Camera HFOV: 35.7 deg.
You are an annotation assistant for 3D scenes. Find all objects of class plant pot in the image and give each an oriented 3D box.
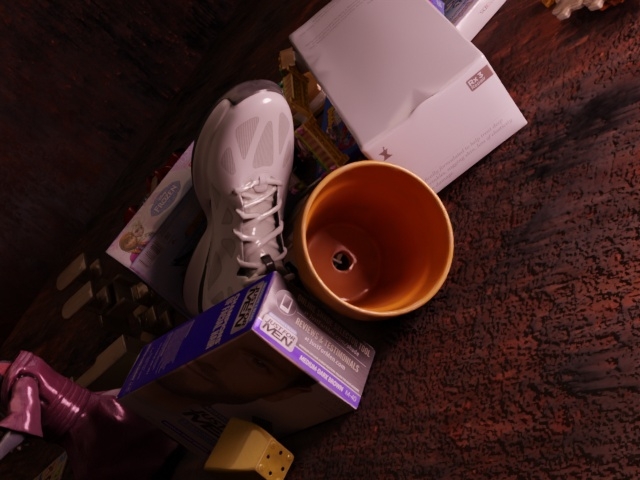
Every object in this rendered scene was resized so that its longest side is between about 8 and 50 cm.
[{"bbox_3d":[-0.084,0.287,1.296,0.083,0.081,0.081,-6,46,49],"label":"plant pot"},{"bbox_3d":[0.051,0.016,1.350,0.205,0.205,0.188,-57,6,-19],"label":"plant pot"}]

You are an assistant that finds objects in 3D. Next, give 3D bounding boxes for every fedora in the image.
[{"bbox_3d":[-0.021,-0.356,2.298,0.194,0.079,0.194,-42,22,21],"label":"fedora"}]

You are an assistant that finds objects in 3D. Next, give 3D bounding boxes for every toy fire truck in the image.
[{"bbox_3d":[-0.351,-0.070,2.162,0.217,0.158,0.246,-56,-19,26],"label":"toy fire truck"}]

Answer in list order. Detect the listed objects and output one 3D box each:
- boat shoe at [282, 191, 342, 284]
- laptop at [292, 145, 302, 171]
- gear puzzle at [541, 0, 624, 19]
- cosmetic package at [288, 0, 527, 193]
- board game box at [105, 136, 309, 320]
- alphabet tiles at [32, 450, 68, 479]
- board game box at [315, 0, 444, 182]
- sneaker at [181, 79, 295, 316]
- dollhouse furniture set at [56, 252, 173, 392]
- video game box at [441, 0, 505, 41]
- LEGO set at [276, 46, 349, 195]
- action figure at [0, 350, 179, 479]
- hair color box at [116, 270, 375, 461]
[{"bbox_3d":[0.000,0.000,1.603,0.341,0.122,0.110,-32,64,51],"label":"boat shoe"},{"bbox_3d":[-0.248,-0.103,2.120,0.236,0.408,0.382,33,83,36],"label":"laptop"},{"bbox_3d":[0.432,-0.391,1.472,0.175,0.044,0.339,-56,18,-10],"label":"gear puzzle"},{"bbox_3d":[0.120,-0.250,1.523,0.217,0.156,0.385,-37,41,10],"label":"cosmetic package"},{"bbox_3d":[-0.170,-0.022,1.705,0.066,0.318,0.318,30,77,34],"label":"board game box"},{"bbox_3d":[-0.598,0.548,2.011,0.237,0.009,0.198,-41,22,21],"label":"alphabet tiles"},{"bbox_3d":[0.109,-0.272,1.779,0.233,0.078,0.347,-32,38,39],"label":"board game box"},{"bbox_3d":[-0.074,0.002,1.479,0.257,0.169,0.447,46,136,41],"label":"sneaker"},{"bbox_3d":[-0.431,0.186,2.021,0.161,0.212,0.242,-40,49,21],"label":"dollhouse furniture set"},{"bbox_3d":[0.277,-0.442,1.872,0.205,0.048,0.187,-49,22,3],"label":"video game box"},{"bbox_3d":[-0.038,-0.180,1.644,0.107,0.287,0.132,-38,-15,31],"label":"LEGO set"},{"bbox_3d":[-0.394,0.267,1.547,0.275,0.370,0.248,-51,19,1],"label":"action figure"},{"bbox_3d":[-0.110,0.187,1.368,0.339,0.185,0.110,-32,27,42],"label":"hair color box"}]
